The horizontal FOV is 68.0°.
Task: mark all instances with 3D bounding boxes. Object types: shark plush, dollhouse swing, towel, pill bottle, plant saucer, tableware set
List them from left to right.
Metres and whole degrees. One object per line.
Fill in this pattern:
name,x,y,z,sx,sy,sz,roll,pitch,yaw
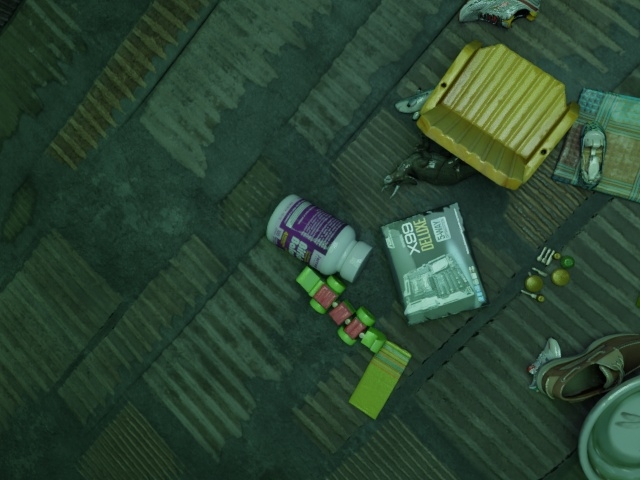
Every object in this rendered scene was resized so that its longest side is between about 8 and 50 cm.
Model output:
pill bottle,0.000,0.000,1.434,0.301,0.169,0.169,31,98,13
towel,0.184,0.426,1.465,0.102,0.021,0.237,30,98,18
shark plush,0.302,-0.437,1.415,0.161,0.073,0.067,-41,50,16
dollhouse swing,0.461,-0.339,1.221,0.346,0.305,0.315,37,107,8
tableware set,0.644,0.101,1.341,0.103,0.024,0.154,26,95,10
towel,0.856,-0.243,1.274,0.369,0.040,0.272,18,94,14
plant saucer,0.844,0.485,1.212,0.399,0.100,0.401,0,107,1

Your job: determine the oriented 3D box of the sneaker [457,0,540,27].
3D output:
sneaker,0.505,-0.651,1.341,0.225,0.088,0.093,-5,90,15

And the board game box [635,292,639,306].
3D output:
board game box,0.920,0.104,1.255,0.092,0.043,0.182,17,94,15

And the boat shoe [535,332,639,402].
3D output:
boat shoe,0.735,0.343,1.239,0.324,0.116,0.123,-23,98,-2

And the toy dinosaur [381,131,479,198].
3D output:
toy dinosaur,0.339,-0.218,1.378,0.313,0.121,0.161,2,135,3

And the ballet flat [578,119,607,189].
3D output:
ballet flat,0.728,-0.231,1.261,0.070,0.070,0.189,1,90,15

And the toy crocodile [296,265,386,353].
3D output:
toy crocodile,0.060,0.212,1.451,0.340,0.105,0.115,46,100,11

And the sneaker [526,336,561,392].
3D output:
sneaker,0.623,0.350,1.326,0.075,0.057,0.162,5,94,9

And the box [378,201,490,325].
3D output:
box,0.330,0.069,1.394,0.242,0.076,0.308,-17,86,15
